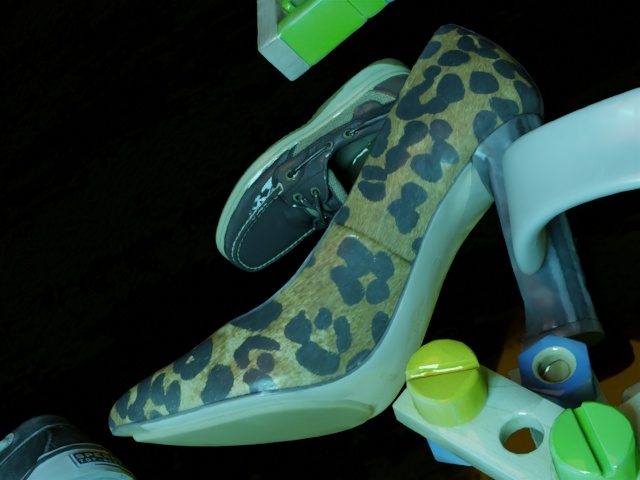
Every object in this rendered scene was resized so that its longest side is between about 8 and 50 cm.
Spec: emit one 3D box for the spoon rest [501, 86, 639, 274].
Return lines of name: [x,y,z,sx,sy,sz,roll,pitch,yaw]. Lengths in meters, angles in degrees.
spoon rest: [0.204,-0.043,0.473,0.276,0.084,0.137,-13,72,20]

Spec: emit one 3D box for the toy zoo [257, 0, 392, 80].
toy zoo: [0.078,-0.232,0.650,0.293,0.030,0.192,-38,31,22]

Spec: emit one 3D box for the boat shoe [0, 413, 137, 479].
boat shoe: [-0.226,0.240,0.683,0.105,0.113,0.306,27,86,47]

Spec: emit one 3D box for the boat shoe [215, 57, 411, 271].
boat shoe: [0.002,-0.036,0.663,0.152,0.056,0.049,-48,46,11]

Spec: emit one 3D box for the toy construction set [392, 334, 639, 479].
toy construction set: [0.189,0.128,0.395,0.215,0.151,0.328,-28,62,-5]

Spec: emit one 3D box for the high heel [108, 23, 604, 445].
high heel: [0.000,0.000,0.617,0.261,0.093,0.186,-17,67,12]
